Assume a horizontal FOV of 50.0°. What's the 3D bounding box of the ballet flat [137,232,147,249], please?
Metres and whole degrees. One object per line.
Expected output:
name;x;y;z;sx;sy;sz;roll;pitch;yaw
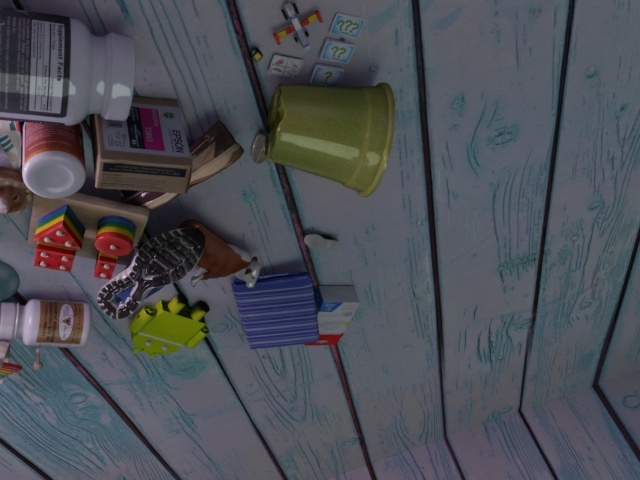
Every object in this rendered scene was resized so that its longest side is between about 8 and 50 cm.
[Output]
ballet flat;-0.525;-0.018;1.785;0.168;0.052;0.057;19;126;-37

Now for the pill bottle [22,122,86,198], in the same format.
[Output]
pill bottle;-0.561;-0.200;1.444;0.121;0.216;0.121;-12;139;-10

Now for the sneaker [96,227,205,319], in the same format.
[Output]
sneaker;-0.430;0.065;1.776;0.330;0.147;0.129;-35;102;15

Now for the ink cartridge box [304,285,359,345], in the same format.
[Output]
ink cartridge box;0.026;0.254;2.295;0.134;0.078;0.231;3;134;-24

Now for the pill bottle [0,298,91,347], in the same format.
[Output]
pill bottle;-0.761;0.228;1.896;0.229;0.131;0.131;7;132;-28

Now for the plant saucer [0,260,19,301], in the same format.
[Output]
plant saucer;-0.893;0.122;1.798;0.195;0.037;0.195;-12;140;-10

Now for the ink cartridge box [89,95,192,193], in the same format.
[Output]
ink cartridge box;-0.392;-0.213;1.486;0.193;0.234;0.088;1;136;-24

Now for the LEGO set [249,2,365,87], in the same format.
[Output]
LEGO set;-0.029;-0.430;1.539;0.244;0.060;0.182;3;133;-28

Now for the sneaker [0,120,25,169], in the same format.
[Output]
sneaker;-0.682;-0.228;1.498;0.075;0.057;0.161;12;135;-8

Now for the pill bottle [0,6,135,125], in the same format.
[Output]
pill bottle;-0.553;-0.330;1.312;0.363;0.210;0.210;2;135;-25

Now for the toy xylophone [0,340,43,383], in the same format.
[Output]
toy xylophone;-0.899;0.334;1.899;0.236;0.081;0.322;12;157;-11

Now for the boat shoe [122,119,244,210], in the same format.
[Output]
boat shoe;-0.353;-0.179;1.655;0.342;0.123;0.123;-25;110;21

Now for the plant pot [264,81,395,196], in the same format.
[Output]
plant pot;0.009;-0.257;1.615;0.254;0.276;0.276;9;133;-15

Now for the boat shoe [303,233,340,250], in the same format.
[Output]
boat shoe;0.000;0.000;2.038;0.125;0.038;0.046;8;112;-31

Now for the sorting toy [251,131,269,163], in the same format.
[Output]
sorting toy;-0.128;-0.236;1.725;0.075;0.044;0.083;0;136;-33

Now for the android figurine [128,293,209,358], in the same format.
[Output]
android figurine;-0.474;0.274;2.128;0.273;0.056;0.248;-42;135;21

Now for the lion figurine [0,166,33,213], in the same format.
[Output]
lion figurine;-0.835;-0.048;1.585;0.240;0.142;0.392;7;147;-39

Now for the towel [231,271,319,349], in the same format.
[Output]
towel;-0.135;0.222;2.172;0.243;0.040;0.335;-6;135;1

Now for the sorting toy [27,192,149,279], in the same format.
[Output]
sorting toy;-0.575;-0.003;1.674;0.257;0.089;0.255;13;145;-20

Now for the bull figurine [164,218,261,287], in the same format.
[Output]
bull figurine;-0.308;0.049;1.911;0.189;0.101;0.310;-28;135;18
